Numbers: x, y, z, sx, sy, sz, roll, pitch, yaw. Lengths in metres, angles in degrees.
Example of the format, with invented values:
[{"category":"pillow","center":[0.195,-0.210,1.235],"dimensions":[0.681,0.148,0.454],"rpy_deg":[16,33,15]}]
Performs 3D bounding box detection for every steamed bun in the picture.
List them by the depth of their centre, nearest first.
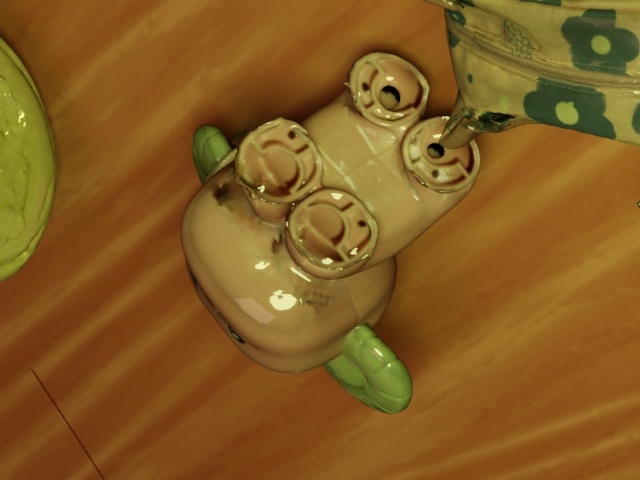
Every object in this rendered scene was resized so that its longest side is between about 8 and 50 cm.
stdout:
[{"category":"steamed bun","center":[-0.352,-0.097,1.751],"dimensions":[0.232,0.166,0.273],"rpy_deg":[2,119,51]}]

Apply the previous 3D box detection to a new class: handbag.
[{"category":"handbag","center":[0.191,-0.144,1.277],"dimensions":[0.251,0.193,0.190],"rpy_deg":[9,124,31]}]

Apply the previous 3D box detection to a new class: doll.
[{"category":"doll","center":[0.000,0.000,1.573],"dimensions":[0.284,0.216,0.268],"rpy_deg":[53,164,13]}]

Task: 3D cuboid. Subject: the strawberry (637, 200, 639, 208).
[{"category":"strawberry","center":[0.323,-0.002,1.373],"dimensions":[0.192,0.085,0.140],"rpy_deg":[4,117,28]}]
